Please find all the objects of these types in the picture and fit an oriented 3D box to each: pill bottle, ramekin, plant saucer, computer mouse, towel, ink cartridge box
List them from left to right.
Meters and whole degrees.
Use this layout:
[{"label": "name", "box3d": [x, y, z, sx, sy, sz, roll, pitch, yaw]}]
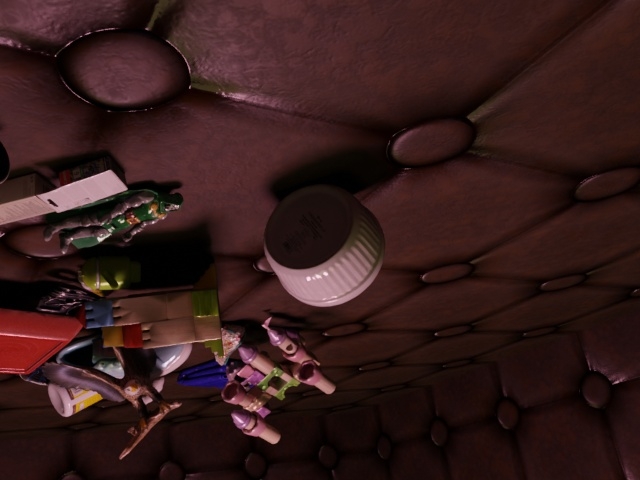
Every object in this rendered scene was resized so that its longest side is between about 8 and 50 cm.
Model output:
[{"label": "plant saucer", "box3d": [-0.677, 0.223, 1.304, 0.259, 0.048, 0.258, -33, 147, 32]}, {"label": "computer mouse", "box3d": [-0.599, 0.151, 1.337, 0.272, 0.072, 0.188, -22, 152, 13]}, {"label": "ink cartridge box", "box3d": [-0.356, -0.083, 0.918, 0.115, 0.029, 0.063, -18, 156, 0]}, {"label": "pill bottle", "box3d": [-0.667, 0.413, 1.787, 0.215, 0.117, 0.117, -23, 172, -44]}, {"label": "pill bottle", "box3d": [-0.464, 0.085, 1.266, 0.043, 0.044, 0.083, -13, 157, 8]}, {"label": "towel", "box3d": [-0.340, 0.502, 2.241, 0.227, 0.076, 0.308, -23, 154, 27]}, {"label": "ramekin", "box3d": [0.000, 0.000, 1.063, 0.207, 0.207, 0.109, -17, 147, 16]}]

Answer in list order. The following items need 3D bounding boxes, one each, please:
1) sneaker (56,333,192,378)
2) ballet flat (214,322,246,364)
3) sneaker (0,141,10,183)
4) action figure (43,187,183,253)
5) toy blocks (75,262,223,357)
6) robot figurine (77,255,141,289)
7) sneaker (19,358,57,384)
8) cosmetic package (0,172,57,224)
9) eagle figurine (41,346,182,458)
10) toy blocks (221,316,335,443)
[{"label": "sneaker", "box3d": [-0.531, 0.306, 1.638, 0.365, 0.135, 0.150, -15, 160, 9]}, {"label": "ballet flat", "box3d": [-0.281, 0.300, 1.818, 0.077, 0.091, 0.241, 27, 144, -7]}, {"label": "sneaker", "box3d": [-0.549, -0.103, 0.696, 0.146, 0.123, 0.330, -24, 153, 25]}, {"label": "action figure", "box3d": [-0.336, -0.039, 1.016, 0.232, 0.064, 0.137, -17, 153, 7]}, {"label": "toy blocks", "box3d": [-0.338, 0.156, 1.263, 0.260, 0.191, 0.381, -6, 178, -9]}, {"label": "robot figurine", "box3d": [-0.413, 0.063, 1.204, 0.115, 0.067, 0.101, -1, -173, -24]}, {"label": "sneaker", "box3d": [-0.788, 0.398, 1.815, 0.081, 0.080, 0.211, -28, 150, 33]}, {"label": "cosmetic package", "box3d": [-0.466, -0.061, 0.930, 0.115, 0.041, 0.060, -12, 158, 6]}, {"label": "eagle figurine", "box3d": [-0.487, 0.334, 1.506, 0.225, 0.298, 0.226, -35, -171, 34]}, {"label": "toy blocks", "box3d": [-0.174, 0.367, 1.780, 0.288, 0.309, 0.260, -43, 128, 4]}]
